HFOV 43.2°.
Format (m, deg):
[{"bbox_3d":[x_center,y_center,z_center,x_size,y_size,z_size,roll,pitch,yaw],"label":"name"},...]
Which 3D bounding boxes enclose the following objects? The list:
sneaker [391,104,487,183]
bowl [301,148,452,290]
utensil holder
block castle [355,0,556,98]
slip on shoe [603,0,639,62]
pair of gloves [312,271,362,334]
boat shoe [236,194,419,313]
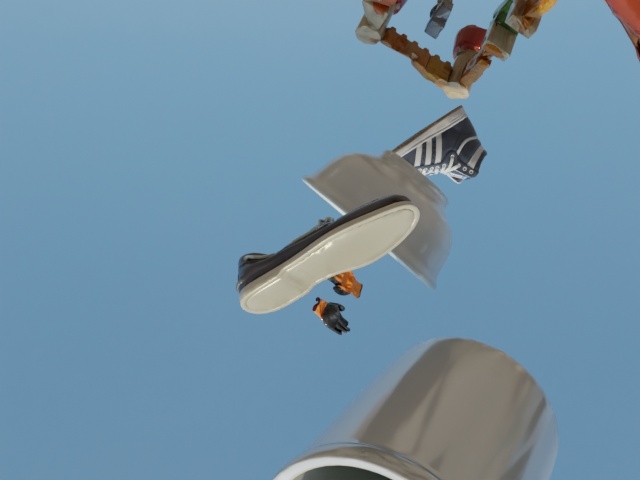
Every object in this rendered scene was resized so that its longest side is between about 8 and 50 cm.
[{"bbox_3d":[0.242,-0.164,1.786,0.282,0.099,0.153,-35,-86,-12],"label":"sneaker"},{"bbox_3d":[0.120,-0.059,1.365,0.298,0.298,0.134,40,-88,33],"label":"bowl"},{"bbox_3d":[0.148,0.352,1.153,0.328,0.327,0.385,24,-152,21],"label":"utensil holder"},{"bbox_3d":[0.281,-0.498,1.494,0.303,0.453,0.213,29,-119,-9],"label":"block castle"},{"bbox_3d":[0.465,-0.325,1.127,0.123,0.331,0.101,-25,-160,25],"label":"slip on shoe"},{"bbox_3d":[0.023,0.071,1.001,0.010,0.074,0.083,-1,-121,39],"label":"pair of gloves"},{"bbox_3d":[0.000,0.000,0.812,0.206,0.075,0.065,-30,-127,17],"label":"boat shoe"}]
